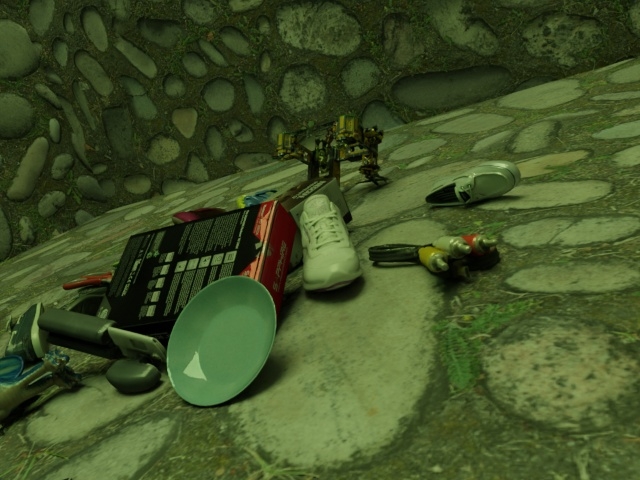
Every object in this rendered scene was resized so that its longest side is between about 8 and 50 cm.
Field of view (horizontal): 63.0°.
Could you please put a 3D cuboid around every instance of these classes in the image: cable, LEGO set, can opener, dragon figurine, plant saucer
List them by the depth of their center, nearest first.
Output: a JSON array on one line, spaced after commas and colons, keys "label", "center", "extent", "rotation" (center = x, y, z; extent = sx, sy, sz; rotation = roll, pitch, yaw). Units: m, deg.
[{"label": "plant saucer", "center": [-0.138, 0.147, 0.762], "extent": [0.195, 0.037, 0.194], "rotation": [-16, 55, 24]}, {"label": "can opener", "center": [-0.377, 0.182, 0.877], "extent": [0.284, 0.075, 0.095], "rotation": [6, 39, 24]}, {"label": "cable", "center": [0.187, 0.009, 0.893], "extent": [0.140, 0.072, 0.287], "rotation": [-19, 15, -19]}, {"label": "dragon figurine", "center": [-0.556, 0.260, 0.910], "extent": [0.289, 0.085, 0.144], "rotation": [-12, 18, 24]}, {"label": "LEGO set", "center": [0.026, -0.219, 1.555], "extent": [0.332, 0.191, 0.255], "rotation": [-5, -16, 26]}]

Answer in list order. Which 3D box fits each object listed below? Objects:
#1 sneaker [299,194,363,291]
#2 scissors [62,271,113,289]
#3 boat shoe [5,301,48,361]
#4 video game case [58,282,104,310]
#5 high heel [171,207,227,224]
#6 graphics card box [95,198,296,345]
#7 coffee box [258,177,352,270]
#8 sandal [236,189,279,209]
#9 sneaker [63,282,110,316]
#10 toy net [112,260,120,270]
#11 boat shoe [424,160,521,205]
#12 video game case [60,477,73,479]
[{"label": "sneaker", "center": [0.000, 0.000, 0.998], "extent": [0.114, 0.152, 0.305], "rotation": [-18, 17, 0]}, {"label": "scissors", "center": [-0.504, 0.090, 1.253], "extent": [0.297, 0.021, 0.109], "rotation": [-8, 9, 33]}, {"label": "boat shoe", "center": [-0.673, 0.212, 1.199], "extent": [0.079, 0.095, 0.254], "rotation": [-14, 22, -22]}, {"label": "video game case", "center": [-0.617, 0.151, 1.453], "extent": [0.173, 0.022, 0.190], "rotation": [-12, 18, 22]}, {"label": "high heel", "center": [-0.351, -0.066, 1.602], "extent": [0.181, 0.127, 0.377], "rotation": [-35, 12, -15]}, {"label": "graphics card box", "center": [-0.234, 0.071, 0.968], "extent": [0.371, 0.094, 0.232], "rotation": [-11, 51, 25]}, {"label": "coffee box", "center": [-0.090, -0.024, 1.196], "extent": [0.168, 0.118, 0.297], "rotation": [1, 31, 47]}, {"label": "sandal", "center": [-0.172, -0.094, 1.571], "extent": [0.138, 0.126, 0.317], "rotation": [-16, 17, -1]}, {"label": "sneaker", "center": [-0.543, 0.160, 1.230], "extent": [0.130, 0.087, 0.227], "rotation": [-16, 13, 20]}, {"label": "toy net", "center": [-0.412, 0.035, 1.348], "extent": [0.232, 0.045, 0.122], "rotation": [-25, 7, -31]}, {"label": "boat shoe", "center": [0.325, -0.109, 1.136], "extent": [0.076, 0.083, 0.226], "rotation": [-43, 14, -29]}, {"label": "video game case", "center": [-0.378, 0.346, 0.498], "extent": [0.232, 0.041, 0.210], "rotation": [-19, 16, 1]}]
